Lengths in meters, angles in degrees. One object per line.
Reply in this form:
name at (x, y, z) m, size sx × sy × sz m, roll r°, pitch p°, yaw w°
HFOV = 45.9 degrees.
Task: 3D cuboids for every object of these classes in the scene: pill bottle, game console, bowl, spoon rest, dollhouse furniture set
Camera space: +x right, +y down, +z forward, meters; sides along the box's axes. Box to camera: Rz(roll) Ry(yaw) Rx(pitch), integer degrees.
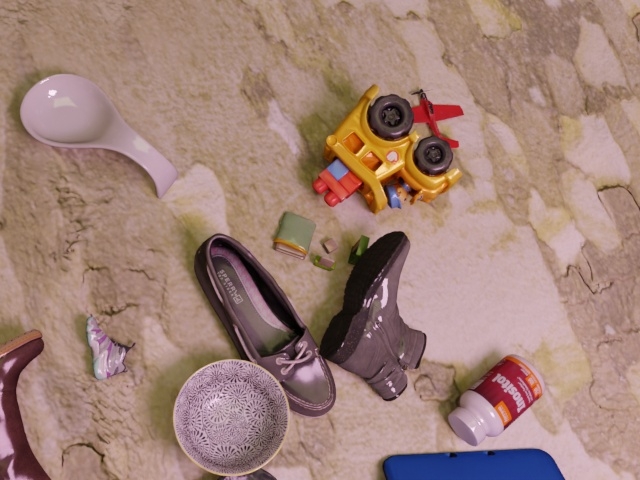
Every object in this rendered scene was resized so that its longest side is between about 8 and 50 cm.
pill bottle at (0.283, 0.260, 1.222) m, size 0.152 × 0.086 × 0.086 m, roll -36°, pitch 82°, yaw -21°
game console at (0.251, 0.466, 1.143) m, size 0.293 × 0.173 × 0.250 m, roll 1°, pitch 90°, yaw -11°
bowl at (-0.134, 0.270, 1.128) m, size 0.170 × 0.080 × 0.170 m, roll 4°, pitch 63°, yaw -9°
spoon rest at (-0.360, -0.177, 1.239) m, size 0.276 × 0.084 × 0.137 m, roll 32°, pitch 67°, yaw -1°
dollhouse furniture set at (0.000, 0.000, 1.267) m, size 0.152 × 0.058 × 0.076 m, roll 20°, pitch 68°, yaw -5°

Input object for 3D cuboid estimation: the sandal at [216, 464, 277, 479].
sandal at (-0.208, 0.495, 1.022) m, size 0.168 × 0.107 × 0.445 m, roll 37°, pitch 67°, yaw 2°

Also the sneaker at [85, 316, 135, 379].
sneaker at (-0.319, 0.159, 1.157) m, size 0.069 × 0.038 × 0.098 m, roll -12°, pitch 83°, yaw -17°

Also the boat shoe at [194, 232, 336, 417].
boat shoe at (-0.088, 0.133, 1.181) m, size 0.112 × 0.095 × 0.335 m, roll -34°, pitch 81°, yaw -21°

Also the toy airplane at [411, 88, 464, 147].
toy airplane at (0.207, -0.217, 1.403) m, size 0.151 × 0.028 × 0.151 m, roll 4°, pitch 70°, yaw -12°

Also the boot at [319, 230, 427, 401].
boot at (0.112, 0.122, 1.223) m, size 0.161 × 0.083 × 0.246 m, roll 35°, pitch 75°, yaw -27°

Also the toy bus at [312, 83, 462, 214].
toy bus at (0.099, -0.120, 1.295) m, size 0.220 × 0.149 × 0.211 m, roll 44°, pitch 81°, yaw 2°

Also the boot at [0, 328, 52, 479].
boot at (-0.447, 0.273, 1.078) m, size 0.248 × 0.090 × 0.207 m, roll -43°, pitch 96°, yaw -23°
